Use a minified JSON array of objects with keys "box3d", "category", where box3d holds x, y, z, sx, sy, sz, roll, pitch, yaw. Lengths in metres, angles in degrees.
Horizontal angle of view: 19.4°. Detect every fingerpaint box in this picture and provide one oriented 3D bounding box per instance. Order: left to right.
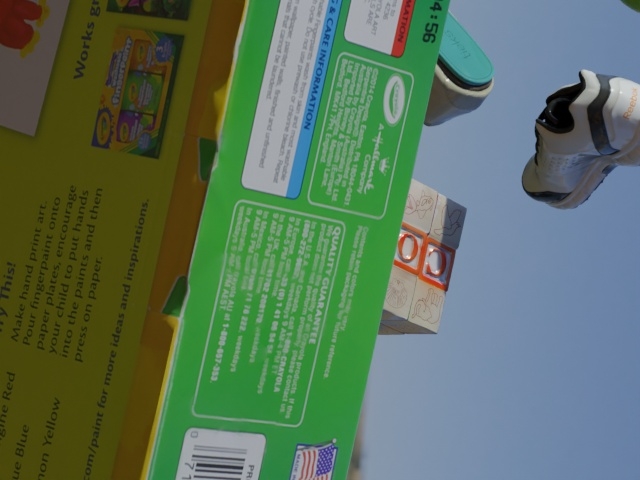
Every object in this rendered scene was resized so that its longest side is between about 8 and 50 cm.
[{"box3d":[-0.135,-0.024,1.100,0.163,0.371,0.444,12,90,-46],"category":"fingerpaint box"}]

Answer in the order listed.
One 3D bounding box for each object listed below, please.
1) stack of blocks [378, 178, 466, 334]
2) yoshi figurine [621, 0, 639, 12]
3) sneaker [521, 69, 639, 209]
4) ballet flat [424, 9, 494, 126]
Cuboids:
[{"box3d":[0.000,0.000,1.826,0.297,0.087,0.171,-3,-112,48],"category":"stack of blocks"},{"box3d":[0.435,-0.371,2.024,0.203,0.203,0.362,24,96,-50],"category":"yoshi figurine"},{"box3d":[0.105,-0.045,0.769,0.109,0.044,0.040,136,-28,-66],"category":"sneaker"},{"box3d":[0.059,-0.206,1.620,0.248,0.086,0.086,61,-12,16],"category":"ballet flat"}]
